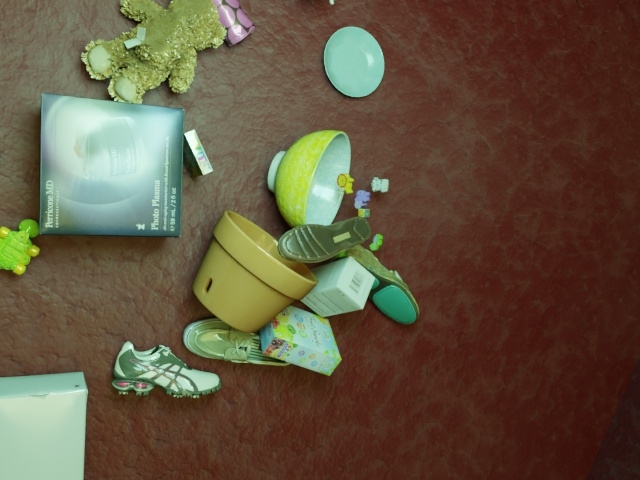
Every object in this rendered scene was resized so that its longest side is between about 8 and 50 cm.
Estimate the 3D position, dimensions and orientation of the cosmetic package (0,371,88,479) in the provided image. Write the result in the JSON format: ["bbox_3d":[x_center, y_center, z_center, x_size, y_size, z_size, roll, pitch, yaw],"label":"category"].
[{"bbox_3d":[-0.634,0.498,1.221,0.196,0.155,0.366,3,92,-26],"label":"cosmetic package"}]

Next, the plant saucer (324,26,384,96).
[{"bbox_3d":[0.090,-0.506,1.558,0.194,0.037,0.195,-2,95,-26],"label":"plant saucer"}]

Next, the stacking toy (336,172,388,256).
[{"bbox_3d":[0.108,-0.072,1.497,0.166,0.052,0.221,-5,103,-45],"label":"stacking toy"}]

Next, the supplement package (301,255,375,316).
[{"bbox_3d":[0.042,0.130,1.488,0.105,0.179,0.105,40,56,-22],"label":"supplement package"}]

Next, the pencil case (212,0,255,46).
[{"bbox_3d":[-0.247,-0.599,1.367,0.209,0.095,0.098,59,40,-19],"label":"pencil case"}]

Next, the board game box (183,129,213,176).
[{"bbox_3d":[-0.312,-0.208,1.324,0.026,0.154,0.104,-28,104,-20],"label":"board game box"}]

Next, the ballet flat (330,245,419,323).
[{"bbox_3d":[0.172,0.114,1.608,0.348,0.123,0.123,38,78,-24],"label":"ballet flat"}]

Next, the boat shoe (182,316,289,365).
[{"bbox_3d":[-0.207,0.270,1.440,0.302,0.094,0.109,12,88,-26],"label":"boat shoe"}]

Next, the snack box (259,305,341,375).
[{"bbox_3d":[-0.061,0.255,1.462,0.207,0.174,0.070,25,112,-26],"label":"snack box"}]

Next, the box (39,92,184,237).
[{"bbox_3d":[-0.474,-0.156,1.238,0.293,0.182,0.297,0,93,-24],"label":"box"}]

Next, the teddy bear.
[{"bbox_3d":[-0.387,-0.456,1.289,0.245,0.113,0.338,28,71,-1],"label":"teddy bear"}]

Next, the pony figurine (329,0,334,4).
[{"bbox_3d":[0.011,-0.834,1.396,0.351,0.302,0.363,53,57,-28],"label":"pony figurine"}]

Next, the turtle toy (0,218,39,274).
[{"bbox_3d":[-0.677,0.010,1.215,0.095,0.066,0.130,39,78,-22],"label":"turtle toy"}]

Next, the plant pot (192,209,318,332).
[{"bbox_3d":[-0.179,0.091,1.358,0.290,0.291,0.203,36,95,-23],"label":"plant pot"}]

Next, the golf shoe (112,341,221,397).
[{"bbox_3d":[-0.374,0.327,1.364,0.272,0.105,0.120,12,82,-26],"label":"golf shoe"}]

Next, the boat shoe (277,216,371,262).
[{"bbox_3d":[0.002,0.008,1.346,0.257,0.095,0.095,-9,80,-30],"label":"boat shoe"}]

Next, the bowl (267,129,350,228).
[{"bbox_3d":[-0.045,-0.161,1.434,0.155,0.289,0.290,18,84,17],"label":"bowl"}]
